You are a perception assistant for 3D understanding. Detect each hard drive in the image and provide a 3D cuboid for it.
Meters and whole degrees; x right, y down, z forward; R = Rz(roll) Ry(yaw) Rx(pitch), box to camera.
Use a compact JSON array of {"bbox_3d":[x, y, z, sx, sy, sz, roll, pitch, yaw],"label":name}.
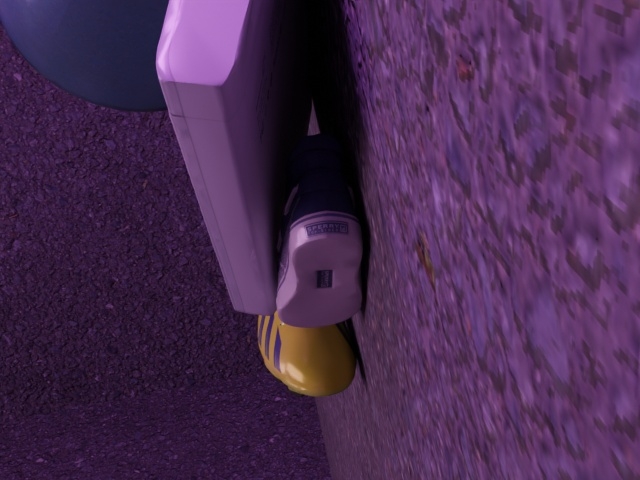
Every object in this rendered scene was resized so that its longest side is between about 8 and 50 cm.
[{"bbox_3d":[-0.046,-0.112,0.632,0.353,0.047,0.233,86,-169,-66],"label":"hard drive"}]

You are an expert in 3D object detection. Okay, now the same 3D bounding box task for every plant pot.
[{"bbox_3d":[-0.168,-0.287,0.785,0.195,0.290,0.290,134,126,-76],"label":"plant pot"}]

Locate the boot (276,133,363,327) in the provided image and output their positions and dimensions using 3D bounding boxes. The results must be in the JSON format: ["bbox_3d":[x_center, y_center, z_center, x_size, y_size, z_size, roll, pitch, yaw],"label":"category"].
[{"bbox_3d":[0.000,0.000,0.661,0.190,0.069,0.086,105,163,-63],"label":"boot"}]

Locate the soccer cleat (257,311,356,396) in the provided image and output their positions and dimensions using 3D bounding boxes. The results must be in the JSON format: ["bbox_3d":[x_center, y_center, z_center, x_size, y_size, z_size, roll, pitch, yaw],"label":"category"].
[{"bbox_3d":[-0.025,0.046,0.906,0.289,0.093,0.121,-106,14,-56],"label":"soccer cleat"}]
